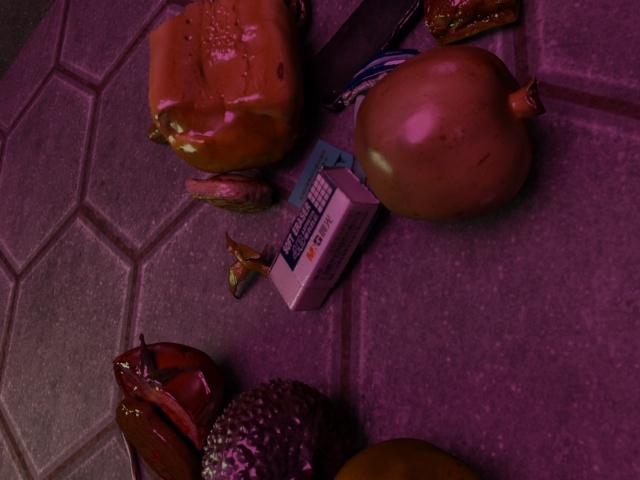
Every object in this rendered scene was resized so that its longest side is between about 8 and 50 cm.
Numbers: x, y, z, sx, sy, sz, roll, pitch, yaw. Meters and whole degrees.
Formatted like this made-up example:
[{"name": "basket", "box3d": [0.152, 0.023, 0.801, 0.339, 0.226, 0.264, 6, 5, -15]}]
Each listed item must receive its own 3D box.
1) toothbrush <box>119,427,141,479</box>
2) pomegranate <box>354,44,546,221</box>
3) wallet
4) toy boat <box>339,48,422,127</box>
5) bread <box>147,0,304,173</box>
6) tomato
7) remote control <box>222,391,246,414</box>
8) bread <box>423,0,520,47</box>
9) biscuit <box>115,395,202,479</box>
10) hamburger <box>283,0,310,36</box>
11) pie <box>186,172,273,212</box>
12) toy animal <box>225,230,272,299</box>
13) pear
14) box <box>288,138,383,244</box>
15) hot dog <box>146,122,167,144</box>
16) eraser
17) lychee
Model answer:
[{"name": "toothbrush", "box3d": [-0.468, 0.602, 1.468, 0.031, 0.023, 0.321, -43, 54, 13]}, {"name": "pomegranate", "box3d": [0.217, -0.182, 0.968, 0.319, 0.319, 0.319, -13, 68, 36]}, {"name": "wallet", "box3d": [0.093, -0.450, 1.312, 0.318, 0.045, 0.172, -47, 49, 20]}, {"name": "toy boat", "box3d": [0.156, -0.272, 1.176, 0.210, 0.070, 0.292, -32, 56, 19]}, {"name": "bread", "box3d": [-0.213, -0.345, 1.365, 0.361, 0.250, 0.394, -10, 65, 3]}, {"name": "tomato", "box3d": [-0.318, 0.337, 1.317, 0.309, 0.170, 0.309, 29, 140, 28]}, {"name": "remote control", "box3d": [-0.162, 0.493, 1.219, 0.128, 0.065, 0.335, -16, 67, 33]}, {"name": "bread", "box3d": [0.291, -0.467, 1.113, 0.172, 0.103, 0.132, -6, 70, 41]}, {"name": "biscuit", "box3d": [-0.371, 0.465, 1.301, 0.257, 0.049, 0.273, 50, 142, 2]}, {"name": "hamburger", "box3d": [-0.132, -0.592, 1.491, 0.206, 0.130, 0.183, -14, 66, 39]}, {"name": "pie", "box3d": [-0.214, -0.116, 1.376, 0.205, 0.179, 0.084, 2, 83, 34]}, {"name": "toy animal", "box3d": [-0.168, 0.038, 1.350, 0.155, 0.095, 0.219, 67, 149, 31]}, {"name": "pear", "box3d": [0.124, 0.445, 0.867, 0.294, 0.294, 0.294, -13, 68, 36]}, {"name": "box", "box3d": [0.042, -0.109, 1.250, 0.229, 0.041, 0.162, 33, 99, 41]}, {"name": "hot dog", "box3d": [-0.395, -0.356, 1.672, 0.289, 0.083, 0.068, -19, 46, 34]}, {"name": "eraser", "box3d": [0.000, 0.000, 1.179, 0.130, 0.086, 0.287, 52, 127, 35]}, {"name": "lychee", "box3d": [-0.082, 0.401, 1.039, 0.300, 0.300, 0.300, -13, 68, 36]}]
